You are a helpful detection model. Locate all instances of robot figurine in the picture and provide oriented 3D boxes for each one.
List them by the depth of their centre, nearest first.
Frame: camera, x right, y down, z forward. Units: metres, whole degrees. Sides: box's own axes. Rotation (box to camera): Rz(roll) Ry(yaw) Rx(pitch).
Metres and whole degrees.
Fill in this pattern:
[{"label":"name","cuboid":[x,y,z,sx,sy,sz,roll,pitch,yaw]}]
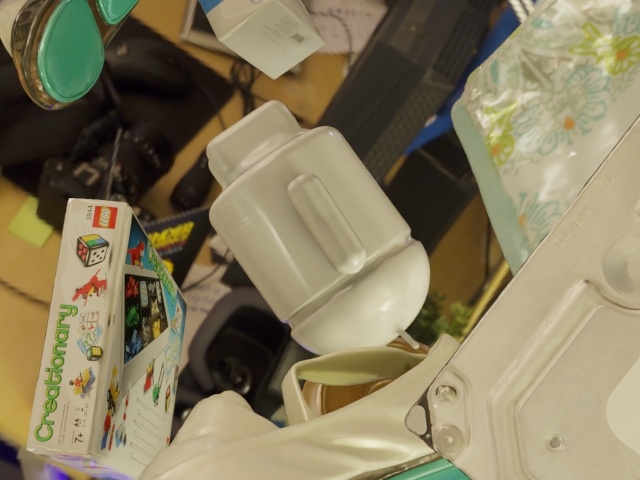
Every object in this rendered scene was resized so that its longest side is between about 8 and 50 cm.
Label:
[{"label":"robot figurine","cuboid":[0.000,0.000,1.324,0.200,0.300,0.353,-36,85,-4]}]

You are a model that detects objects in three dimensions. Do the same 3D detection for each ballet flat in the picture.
[{"label":"ballet flat","cuboid":[-0.018,0.155,0.749,0.400,0.139,0.139,-13,61,-38]},{"label":"ballet flat","cuboid":[-0.236,-0.207,0.988,0.096,0.095,0.280,-2,38,18]}]

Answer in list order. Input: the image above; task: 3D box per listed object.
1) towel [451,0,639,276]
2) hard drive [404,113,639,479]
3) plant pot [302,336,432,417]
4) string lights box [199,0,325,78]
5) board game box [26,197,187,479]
[{"label":"towel","cuboid":[0.283,-0.113,0.945,0.090,0.320,0.374,27,33,-34]},{"label":"hard drive","cuboid":[0.237,0.090,0.437,0.339,0.064,0.237,39,91,12]},{"label":"plant pot","cuboid":[0.092,0.217,1.360,0.236,0.032,0.236,3,52,-3]},{"label":"string lights box","cuboid":[-0.102,-0.316,1.157,0.259,0.077,0.133,63,16,21]},{"label":"board game box","cuboid":[-0.172,0.105,0.915,0.053,0.305,0.192,4,72,3]}]
